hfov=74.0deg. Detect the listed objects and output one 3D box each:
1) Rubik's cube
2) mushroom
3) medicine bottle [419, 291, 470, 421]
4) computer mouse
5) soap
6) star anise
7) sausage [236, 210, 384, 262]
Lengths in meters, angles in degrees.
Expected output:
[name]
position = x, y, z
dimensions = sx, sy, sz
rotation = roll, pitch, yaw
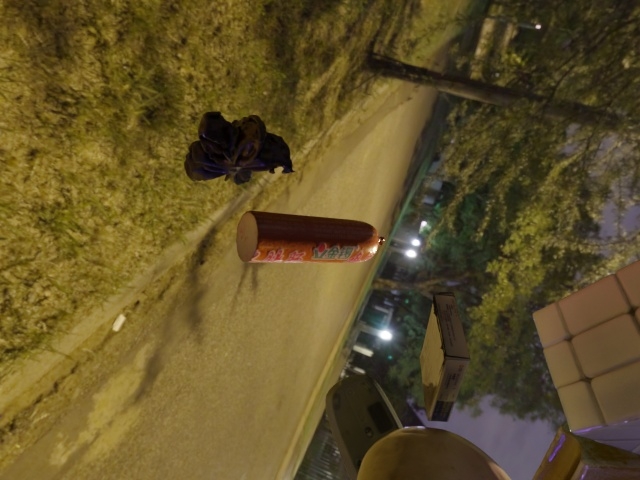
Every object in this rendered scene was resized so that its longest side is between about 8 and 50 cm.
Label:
[Rubik's cube]
position = 0.759, 0.281, 0.983
dimensions = 0.319, 0.321, 0.316
rotation = -46, -151, 41
[mushroom]
position = 0.157, 0.469, 0.642
dimensions = 0.325, 0.352, 0.354
rotation = 50, 55, -45
[medicine bottle]
position = 0.240, 0.232, 0.852
dimensions = 0.171, 0.052, 0.201
rotation = -81, 173, -55
[computer mouse]
position = 0.138, 0.556, 1.224
dimensions = 0.095, 0.197, 0.331
rotation = 100, -31, -63
[soap]
position = 0.772, 0.660, 1.173
dimensions = 0.156, 0.293, 0.336
rotation = -89, -176, -62
[star anise]
position = -0.098, -0.092, 0.462
dimensions = 0.190, 0.097, 0.070
rotation = -19, -105, 62
[sausage]
position = 0.000, 0.000, 0.824
dimensions = 0.311, 0.093, 0.093
rotation = 3, 110, -32
